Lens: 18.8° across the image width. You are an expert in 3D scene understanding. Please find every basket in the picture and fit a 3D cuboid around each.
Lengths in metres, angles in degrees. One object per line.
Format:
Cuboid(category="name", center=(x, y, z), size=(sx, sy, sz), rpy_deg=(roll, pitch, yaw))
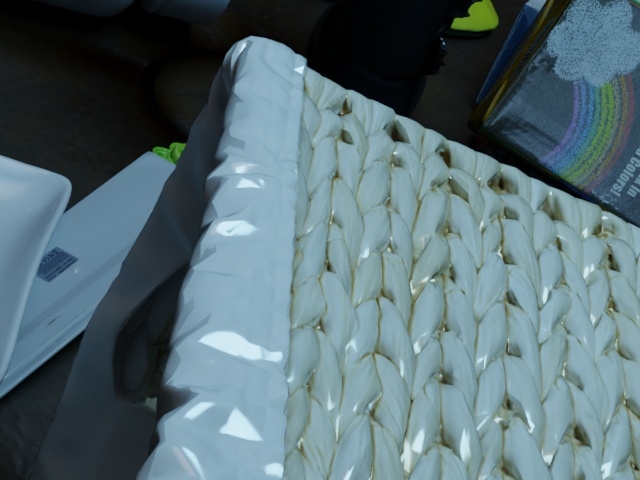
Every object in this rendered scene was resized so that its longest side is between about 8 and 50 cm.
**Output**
Cuboid(category="basket", center=(0.009, 0.160, 0.791), size=(0.266, 0.328, 0.331), rpy_deg=(22, 33, -10))

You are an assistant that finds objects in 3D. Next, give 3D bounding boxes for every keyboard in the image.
Cuboid(category="keyboard", center=(-0.148, 0.020, 1.122), size=(0.072, 0.014, 0.256), rpy_deg=(24, 40, 23))

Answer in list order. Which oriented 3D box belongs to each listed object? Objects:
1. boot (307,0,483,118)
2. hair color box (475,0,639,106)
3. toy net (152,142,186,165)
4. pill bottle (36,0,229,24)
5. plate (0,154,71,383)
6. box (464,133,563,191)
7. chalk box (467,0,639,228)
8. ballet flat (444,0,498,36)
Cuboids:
Cuboid(category="boot", center=(0.063, -0.180, 1.400), size=(0.094, 0.207, 0.246), rpy_deg=(22, 33, -6))
Cuboid(category="hair color box", center=(0.314, -0.086, 1.528), size=(0.347, 0.105, 0.174), rpy_deg=(32, 34, 9))
Cuboid(category="toy net", center=(0.000, 0.000, 1.263), size=(0.232, 0.045, 0.122), rpy_deg=(11, 34, -24))
Cuboid(category="pill bottle", center=(-0.196, -0.250, 1.367), size=(0.283, 0.160, 0.160), rpy_deg=(13, 35, -20))
Cuboid(category="plate", center=(-0.287, -0.008, 1.037), size=(0.277, 0.045, 0.278), rpy_deg=(18, 22, -7))
Cuboid(category="box", center=(0.144, -0.016, 1.390), size=(0.094, 0.027, 0.137), rpy_deg=(22, 33, -10))
Cuboid(category="chalk box", center=(0.229, -0.075, 1.349), size=(0.213, 0.132, 0.132), rpy_deg=(34, 3, -4))
Cuboid(category="ballet flat", center=(0.054, -0.227, 1.575), size=(0.231, 0.077, 0.077), rpy_deg=(13, 35, -19))
